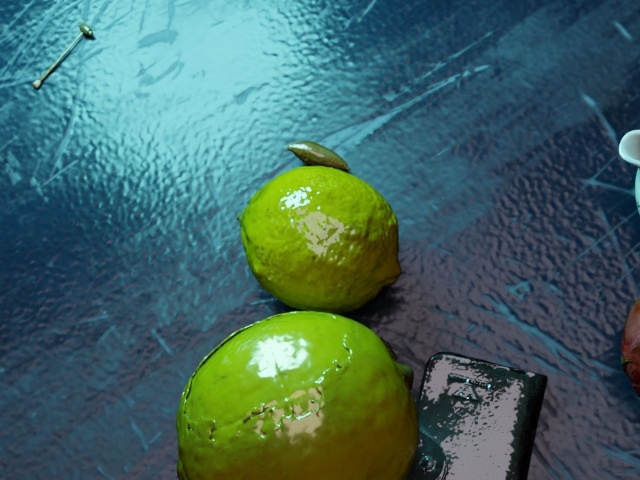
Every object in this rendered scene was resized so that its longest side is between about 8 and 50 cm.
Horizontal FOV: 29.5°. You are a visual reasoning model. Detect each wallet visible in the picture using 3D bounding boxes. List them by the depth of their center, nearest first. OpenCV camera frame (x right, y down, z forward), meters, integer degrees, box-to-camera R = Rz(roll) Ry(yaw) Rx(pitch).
[{"bbox_3d":[0.185,0.305,1.573,0.172,0.045,0.318,13,73,6],"label":"wallet"}]

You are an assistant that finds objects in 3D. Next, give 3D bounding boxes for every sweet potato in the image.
[{"bbox_3d":[-0.002,-0.119,1.724,0.095,0.034,0.034,22,75,-1],"label":"sweet potato"}]

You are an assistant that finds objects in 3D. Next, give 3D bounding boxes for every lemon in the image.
[{"bbox_3d":[-0.030,0.230,1.484,0.297,0.297,0.297,-1,73,3],"label":"lemon"},{"bbox_3d":[0.000,0.000,1.603,0.231,0.192,0.192,21,75,9],"label":"lemon"}]

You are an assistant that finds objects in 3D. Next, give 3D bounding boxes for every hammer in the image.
[{"bbox_3d":[-0.384,-0.273,1.806,0.029,0.014,0.123,35,80,22],"label":"hammer"}]

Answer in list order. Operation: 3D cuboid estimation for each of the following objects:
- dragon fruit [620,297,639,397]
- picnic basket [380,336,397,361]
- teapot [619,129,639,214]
[{"bbox_3d":[0.472,0.130,1.547,0.172,0.172,0.209,34,78,13],"label":"dragon fruit"},{"bbox_3d":[0.056,0.146,1.615,0.072,0.072,0.083,-44,85,-10],"label":"picnic basket"},{"bbox_3d":[0.546,-0.067,1.614,0.299,0.166,0.208,11,62,17],"label":"teapot"}]
